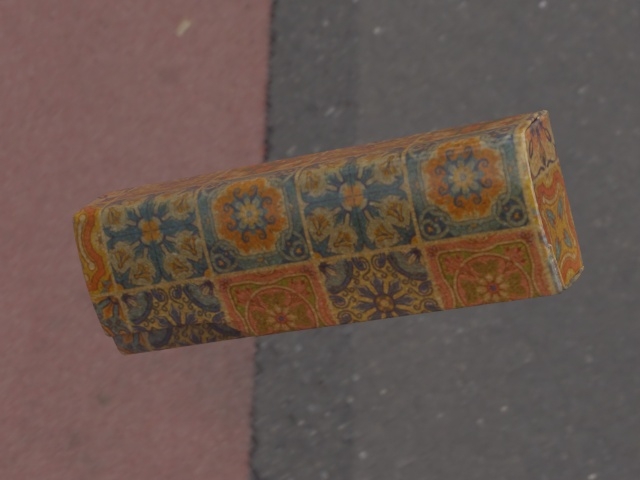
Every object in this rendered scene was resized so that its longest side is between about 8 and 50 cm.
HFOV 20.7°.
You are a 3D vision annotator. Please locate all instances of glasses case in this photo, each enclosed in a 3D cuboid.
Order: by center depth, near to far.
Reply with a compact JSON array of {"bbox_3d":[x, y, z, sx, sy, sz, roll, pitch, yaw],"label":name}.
[{"bbox_3d":[0.000,0.000,0.777,0.049,0.218,0.075,-37,116,-63],"label":"glasses case"}]
